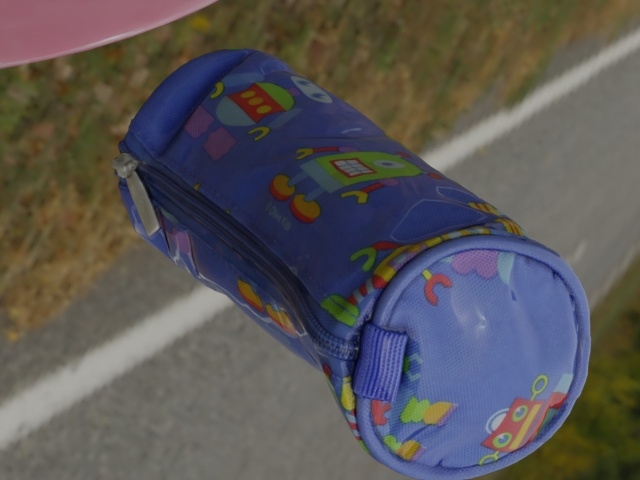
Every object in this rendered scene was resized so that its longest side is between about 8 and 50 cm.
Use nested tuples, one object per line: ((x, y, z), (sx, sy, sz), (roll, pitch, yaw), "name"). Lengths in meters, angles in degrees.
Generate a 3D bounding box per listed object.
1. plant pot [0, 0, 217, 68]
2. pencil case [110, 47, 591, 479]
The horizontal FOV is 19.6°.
((-0.108, -0.160, 0.462), (0.201, 0.201, 0.180), (-49, 144, -50), "plant pot")
((0.000, 0.000, 0.897), (0.133, 0.306, 0.119), (-5, 114, -28), "pencil case")
